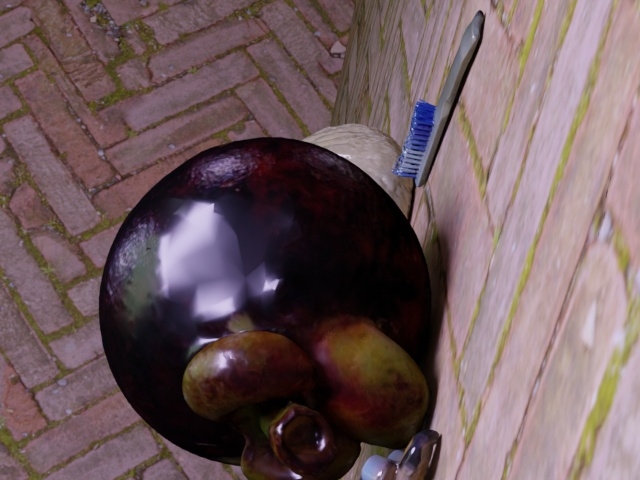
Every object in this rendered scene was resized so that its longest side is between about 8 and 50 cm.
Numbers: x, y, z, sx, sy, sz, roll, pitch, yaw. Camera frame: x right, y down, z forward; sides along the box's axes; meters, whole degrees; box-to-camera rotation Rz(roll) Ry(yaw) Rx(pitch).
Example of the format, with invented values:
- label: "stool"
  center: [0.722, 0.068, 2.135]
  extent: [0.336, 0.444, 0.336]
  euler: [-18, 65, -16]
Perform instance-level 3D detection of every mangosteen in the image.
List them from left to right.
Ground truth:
- label: "mangosteen"
  center: [-0.031, 0.059, 0.826]
  extent: [0.265, 0.228, 0.228]
  euler: [-108, 27, -54]

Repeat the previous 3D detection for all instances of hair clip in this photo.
- label: "hair clip"
  center: [0.020, 0.204, 0.755]
  extent: [0.062, 0.056, 0.214]
  euler: [-5, -70, -59]

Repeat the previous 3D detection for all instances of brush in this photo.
- label: "brush"
  center: [0.090, -0.108, 0.983]
  extent: [0.178, 0.030, 0.033]
  euler: [106, -175, -53]

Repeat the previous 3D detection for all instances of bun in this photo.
- label: "bun"
  center: [0.000, 0.000, 1.158]
  extent: [0.220, 0.134, 0.220]
  euler: [-167, 90, -83]
